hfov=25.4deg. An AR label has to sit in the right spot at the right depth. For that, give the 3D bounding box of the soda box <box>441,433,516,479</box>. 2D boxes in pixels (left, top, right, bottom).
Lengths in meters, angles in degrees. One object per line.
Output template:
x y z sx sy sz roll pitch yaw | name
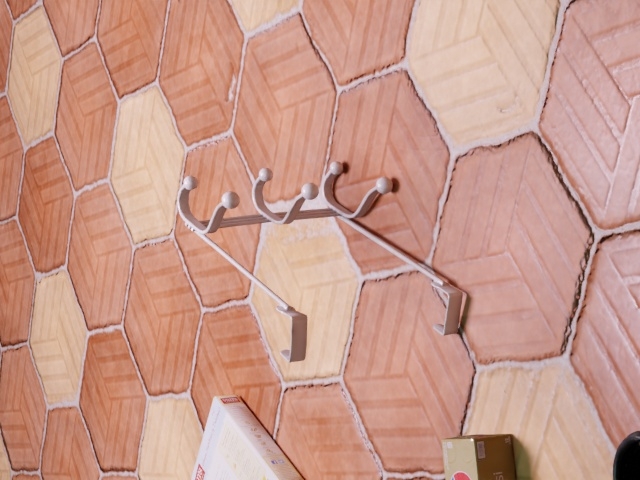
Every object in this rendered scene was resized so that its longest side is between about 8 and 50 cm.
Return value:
0.186 0.312 1.612 0.061 0.058 0.181 -13 80 56 | soda box

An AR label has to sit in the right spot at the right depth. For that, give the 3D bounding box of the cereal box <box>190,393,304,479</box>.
-0.105 0.361 2.062 0.240 0.047 0.173 47 129 45 | cereal box

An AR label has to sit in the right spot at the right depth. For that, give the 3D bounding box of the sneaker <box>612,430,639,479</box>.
0.375 0.178 1.241 0.296 0.147 0.104 -48 52 45 | sneaker

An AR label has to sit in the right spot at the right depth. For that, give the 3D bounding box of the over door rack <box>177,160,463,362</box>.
0.000 0.000 1.717 0.324 0.240 0.108 49 136 44 | over door rack
